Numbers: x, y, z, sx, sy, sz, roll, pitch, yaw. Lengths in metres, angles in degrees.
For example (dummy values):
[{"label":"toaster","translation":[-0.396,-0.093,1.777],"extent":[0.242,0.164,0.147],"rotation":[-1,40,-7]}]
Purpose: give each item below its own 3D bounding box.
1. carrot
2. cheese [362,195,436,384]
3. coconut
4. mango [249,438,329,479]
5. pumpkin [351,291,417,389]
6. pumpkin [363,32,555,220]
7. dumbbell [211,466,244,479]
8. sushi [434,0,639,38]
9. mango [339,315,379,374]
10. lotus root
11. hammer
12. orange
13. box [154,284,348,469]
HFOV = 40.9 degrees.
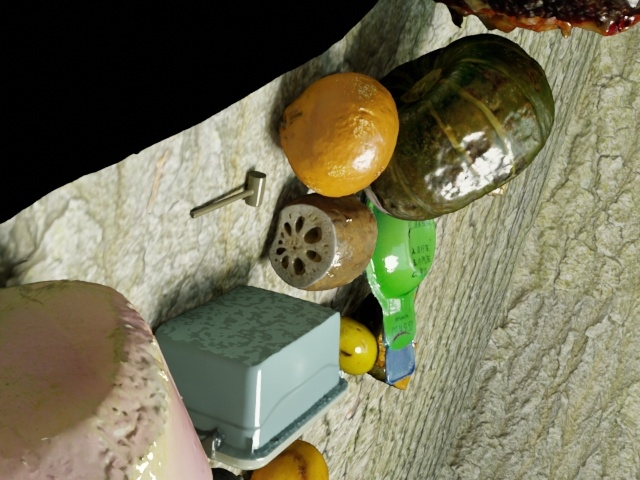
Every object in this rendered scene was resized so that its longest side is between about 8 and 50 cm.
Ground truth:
[{"label":"carrot","translation":[-0.101,-0.163,0.457],"extent":[0.340,0.224,0.224],"rotation":[-44,151,-34]},{"label":"cheese","translation":[0.111,0.045,1.252],"extent":[0.204,0.083,0.321],"rotation":[-7,98,-59]},{"label":"coconut","translation":[-0.196,0.175,0.620],"extent":[0.233,0.233,0.245],"rotation":[-48,145,-37]},{"label":"mango","translation":[-0.042,0.380,1.311],"extent":[0.145,0.112,0.219],"rotation":[-62,163,-13]},{"label":"pumpkin","translation":[0.099,0.149,1.397],"extent":[0.119,0.107,0.184],"rotation":[-48,143,-53]},{"label":"pumpkin","translation":[0.164,-0.125,1.039],"extent":[0.189,0.260,0.260],"rotation":[50,60,-24]},{"label":"dumbbell","translation":[-0.153,0.341,1.033],"extent":[0.208,0.099,0.099],"rotation":[-31,140,-57]},{"label":"sushi","translation":[0.252,-0.332,0.921],"extent":[0.182,0.343,0.196],"rotation":[41,72,-54]},{"label":"mango","translation":[0.041,0.161,1.279],"extent":[0.161,0.103,0.076],"rotation":[53,55,-66]},{"label":"lotus root","translation":[0.003,0.001,1.009],"extent":[0.081,0.112,0.122],"rotation":[-10,124,-57]},{"label":"hammer","translation":[-0.095,-0.042,0.876],"extent":[0.110,0.019,0.036],"rotation":[-27,137,-50]},{"label":"orange","translation":[0.018,-0.113,0.914],"extent":[0.117,0.135,0.136],"rotation":[1,117,-30]},{"label":"box","translation":[-0.078,0.141,0.924],"extent":[0.227,0.162,0.130],"rotation":[-27,126,-58]}]
